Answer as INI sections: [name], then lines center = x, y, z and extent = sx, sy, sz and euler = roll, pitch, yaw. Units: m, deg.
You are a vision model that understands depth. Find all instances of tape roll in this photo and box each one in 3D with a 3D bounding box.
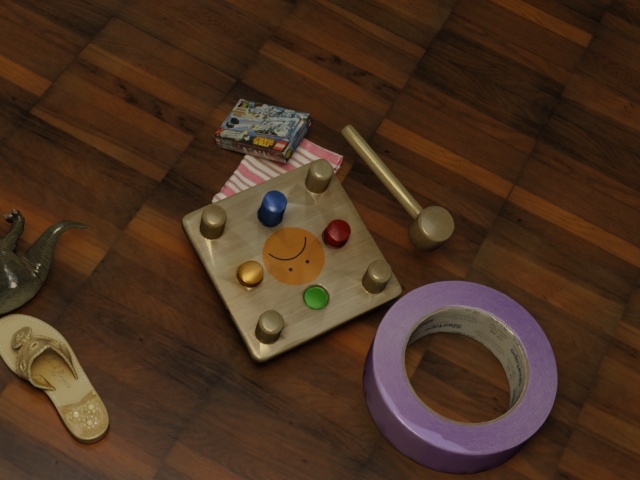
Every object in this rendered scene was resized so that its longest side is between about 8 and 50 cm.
[tape roll]
center = 0.204, 0.199, 1.654
extent = 0.274, 0.090, 0.275
euler = 4, 61, -7

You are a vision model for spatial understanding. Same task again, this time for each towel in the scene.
[towel]
center = -0.068, -0.098, 1.816
extent = 0.144, 0.029, 0.197
euler = 29, 60, 9

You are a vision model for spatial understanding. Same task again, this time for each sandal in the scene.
[sandal]
center = -0.378, 0.176, 1.577
extent = 0.088, 0.079, 0.240
euler = -34, 71, -25

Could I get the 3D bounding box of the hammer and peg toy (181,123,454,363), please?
[hammer and peg toy]
center = 0.000, 0.000, 1.698
extent = 0.361, 0.127, 0.266
euler = -25, 73, -19

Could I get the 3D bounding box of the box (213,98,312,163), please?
[box]
center = -0.095, -0.180, 1.832
extent = 0.137, 0.027, 0.094
euler = 16, 56, 26

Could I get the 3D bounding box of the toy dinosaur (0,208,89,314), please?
[toy dinosaur]
center = -0.487, 0.052, 1.630
extent = 0.313, 0.121, 0.160
euler = -14, 75, -22
